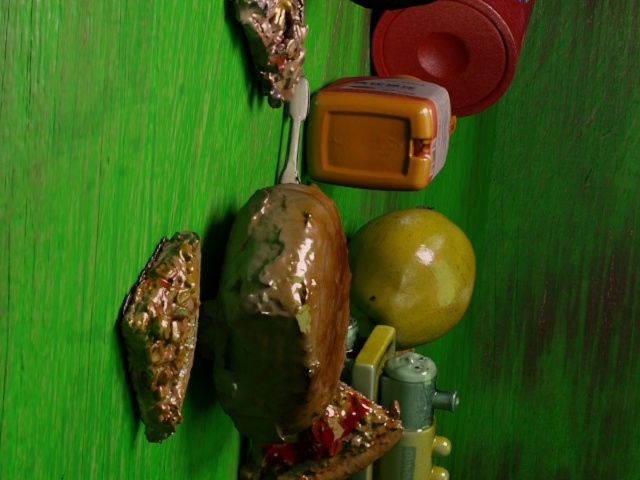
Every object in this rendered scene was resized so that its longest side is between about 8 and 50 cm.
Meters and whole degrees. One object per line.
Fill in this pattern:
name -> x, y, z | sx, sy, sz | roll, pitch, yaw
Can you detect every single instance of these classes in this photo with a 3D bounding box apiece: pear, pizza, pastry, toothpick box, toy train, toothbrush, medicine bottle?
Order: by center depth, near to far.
pizza -> -0.129, 0.072, 1.283 | 0.131, 0.041, 0.178 | 60, 38, -68
pizza -> -0.043, -0.220, 1.499 | 0.195, 0.052, 0.185 | -12, 106, -77
pastry -> -0.041, 0.064, 1.509 | 0.236, 0.120, 0.257 | -72, 162, -56
pizza -> -0.022, 0.175, 1.655 | 0.199, 0.188, 0.062 | 62, 0, -11
toothbrush -> -0.038, -0.033, 1.681 | 0.028, 0.026, 0.294 | 173, -76, -87
toy train -> 0.058, 0.260, 1.786 | 0.150, 0.237, 0.369 | -53, 147, -63
medicine bottle -> 0.077, -0.135, 1.860 | 0.222, 0.149, 0.112 | -46, 141, -71
pear -> 0.111, 0.049, 2.069 | 0.198, 0.198, 0.198 | 7, 90, -78
toothpick box -> 0.202, -0.344, 2.205 | 0.333, 0.204, 0.204 | -69, 162, -51

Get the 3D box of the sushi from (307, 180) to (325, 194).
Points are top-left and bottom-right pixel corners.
sushi -> 0.000, 0.000, 1.870 | 0.120, 0.026, 0.126 | 35, 62, -77

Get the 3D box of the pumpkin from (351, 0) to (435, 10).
pumpkin -> 0.078, -0.390, 1.585 | 0.320, 0.192, 0.320 | 0, 90, -85

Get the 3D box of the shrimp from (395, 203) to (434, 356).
shrimp -> 0.124, 0.082, 2.414 | 0.164, 0.062, 0.317 | 56, 44, -67
